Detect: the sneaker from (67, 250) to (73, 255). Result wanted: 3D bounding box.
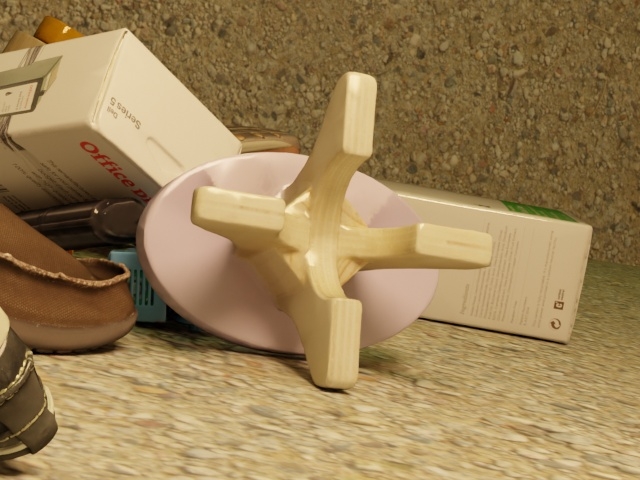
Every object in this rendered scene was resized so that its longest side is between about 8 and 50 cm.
[{"bbox_3d":[-0.297,0.000,1.620,0.067,0.064,0.175,19,2,-25],"label":"sneaker"}]

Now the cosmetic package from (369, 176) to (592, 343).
[{"bbox_3d":[0.131,0.014,1.815,0.366,0.155,0.197,11,7,-1],"label":"cosmetic package"}]

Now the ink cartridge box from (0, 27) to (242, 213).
[{"bbox_3d":[-0.245,-0.088,1.432,0.273,0.114,0.198,-5,-33,34],"label":"ink cartridge box"}]

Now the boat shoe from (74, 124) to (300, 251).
[{"bbox_3d":[-0.176,-0.064,1.758,0.324,0.116,0.123,-13,18,-20],"label":"boat shoe"}]

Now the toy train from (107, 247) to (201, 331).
[{"bbox_3d":[-0.140,0.037,1.367,0.105,0.080,0.184,4,4,1],"label":"toy train"}]

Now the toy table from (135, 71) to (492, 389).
[{"bbox_3d":[0.000,0.000,1.218,0.274,0.252,0.161,-4,-7,-23],"label":"toy table"}]

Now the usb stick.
[{"bbox_3d":[-0.282,-0.007,1.408,0.278,0.045,0.077,-6,2,37],"label":"usb stick"}]

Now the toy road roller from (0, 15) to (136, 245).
[{"bbox_3d":[-0.276,-0.129,1.900,0.330,0.202,0.240,33,-4,-23],"label":"toy road roller"}]

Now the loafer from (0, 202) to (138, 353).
[{"bbox_3d":[-0.284,-0.006,1.069,0.366,0.130,0.134,16,-1,-38],"label":"loafer"}]

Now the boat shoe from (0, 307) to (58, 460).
[{"bbox_3d":[-0.226,0.073,0.795,0.233,0.084,0.079,4,-40,48],"label":"boat shoe"}]
